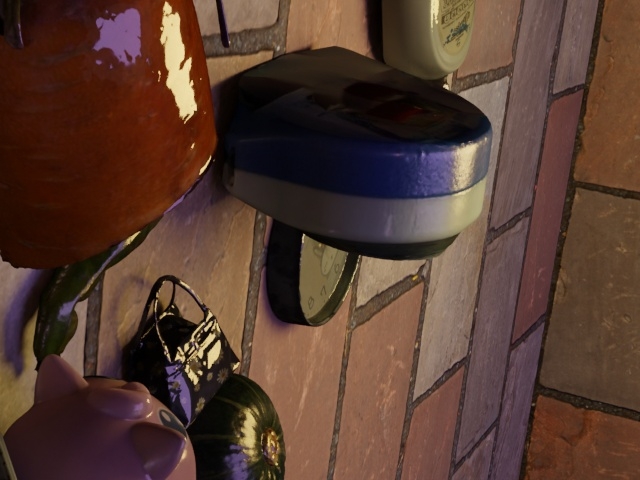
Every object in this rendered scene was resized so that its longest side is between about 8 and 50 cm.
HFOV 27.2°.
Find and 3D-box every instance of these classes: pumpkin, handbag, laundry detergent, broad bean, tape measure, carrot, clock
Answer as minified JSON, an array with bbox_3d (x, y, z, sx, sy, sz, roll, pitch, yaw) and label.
[{"bbox_3d":[-0.102,0.217,1.348,0.167,0.125,0.167,-9,90,-84],"label":"pumpkin"},{"bbox_3d":[-0.139,0.095,1.263,0.115,0.072,0.139,-50,142,-44],"label":"handbag"},{"bbox_3d":[0.148,-0.308,1.712,0.215,0.105,0.280,-56,149,-47],"label":"laundry detergent"},{"bbox_3d":[-0.192,0.022,1.117,0.195,0.046,0.061,-60,165,-27],"label":"broad bean"},{"bbox_3d":[0.048,-0.089,1.397,0.259,0.262,0.138,-34,142,-58],"label":"tape measure"},{"bbox_3d":[-0.171,-0.130,0.867,0.193,0.214,0.331,-60,150,-37],"label":"carrot"},{"bbox_3d":[0.000,0.000,1.601,0.215,0.042,0.215,13,90,-69],"label":"clock"}]

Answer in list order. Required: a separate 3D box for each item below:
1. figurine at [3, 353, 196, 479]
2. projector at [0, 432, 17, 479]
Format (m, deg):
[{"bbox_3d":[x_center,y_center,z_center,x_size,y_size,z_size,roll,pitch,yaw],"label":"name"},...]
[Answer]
[{"bbox_3d":[-0.196,0.232,1.072,0.186,0.176,0.287,-28,135,-69],"label":"figurine"},{"bbox_3d":[-0.258,0.279,0.906,0.192,0.099,0.256,-138,-129,-63],"label":"projector"}]
